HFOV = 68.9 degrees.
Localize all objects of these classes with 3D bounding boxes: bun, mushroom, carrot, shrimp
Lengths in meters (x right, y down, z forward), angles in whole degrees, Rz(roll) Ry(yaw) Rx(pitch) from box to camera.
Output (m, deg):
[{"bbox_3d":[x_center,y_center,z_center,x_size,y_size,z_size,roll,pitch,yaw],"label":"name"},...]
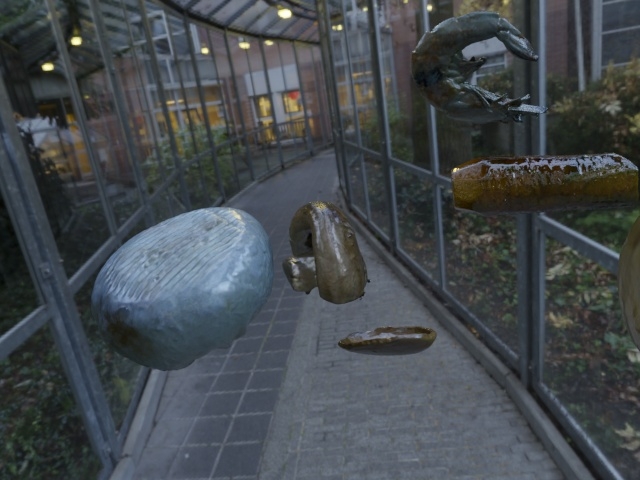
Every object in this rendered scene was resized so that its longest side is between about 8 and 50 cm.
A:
[{"bbox_3d":[-0.241,0.089,0.877,0.361,0.212,0.362,-15,28,8],"label":"bun"},{"bbox_3d":[0.000,0.000,0.889,0.155,0.151,0.286,-13,22,-14],"label":"mushroom"},{"bbox_3d":[0.392,-0.102,0.842,0.301,0.114,0.114,-3,18,12],"label":"carrot"},{"bbox_3d":[0.387,-0.386,1.094,0.360,0.247,0.085,23,39,-7],"label":"shrimp"}]

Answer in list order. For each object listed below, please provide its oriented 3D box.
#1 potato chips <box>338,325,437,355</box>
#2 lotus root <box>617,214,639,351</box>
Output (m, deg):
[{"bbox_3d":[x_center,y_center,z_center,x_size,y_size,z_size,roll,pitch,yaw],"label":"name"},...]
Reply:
[{"bbox_3d":[0.127,0.194,0.888,0.201,0.049,0.150,-8,-7,39],"label":"potato chips"},{"bbox_3d":[0.249,0.030,0.236,0.154,0.140,0.257,-4,6,14],"label":"lotus root"}]
